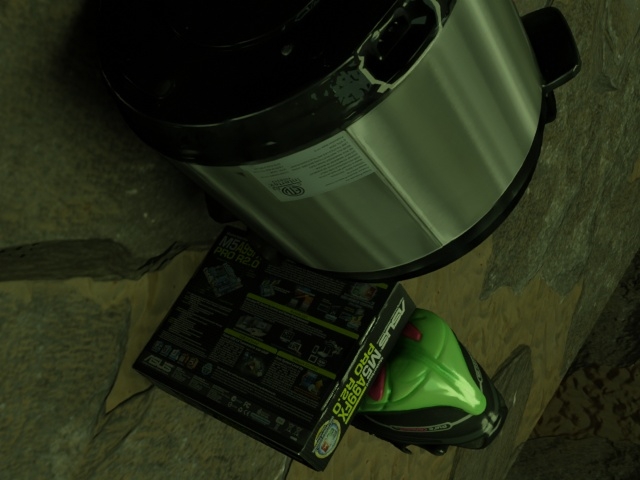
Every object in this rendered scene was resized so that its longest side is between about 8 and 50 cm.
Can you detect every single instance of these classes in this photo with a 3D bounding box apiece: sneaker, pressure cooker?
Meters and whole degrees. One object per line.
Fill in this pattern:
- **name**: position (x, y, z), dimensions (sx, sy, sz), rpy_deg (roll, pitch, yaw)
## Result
- **sneaker**: position (0.082, 0.205, 1.150), dimensions (0.202, 0.483, 0.185), rpy_deg (41, 78, -10)
- **pressure cooker**: position (0.027, -0.154, 0.878), dimensions (0.375, 0.370, 0.420), rpy_deg (-60, 144, -9)

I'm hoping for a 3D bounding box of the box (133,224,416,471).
- **box**: position (-0.057, 0.112, 0.986), dimensions (0.216, 0.270, 0.060), rpy_deg (-58, 141, -19)
